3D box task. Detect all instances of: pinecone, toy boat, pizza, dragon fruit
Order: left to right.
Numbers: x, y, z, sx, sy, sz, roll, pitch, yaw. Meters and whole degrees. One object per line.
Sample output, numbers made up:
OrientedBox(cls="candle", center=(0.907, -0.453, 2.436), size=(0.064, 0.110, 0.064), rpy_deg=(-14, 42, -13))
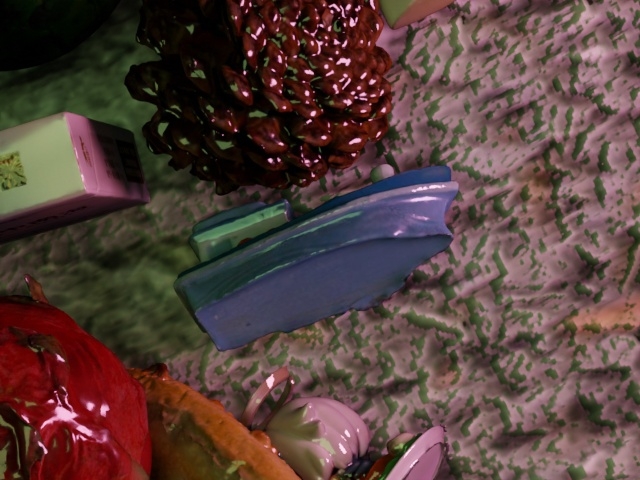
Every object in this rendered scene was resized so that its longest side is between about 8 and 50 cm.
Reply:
OrientedBox(cls="dragon fruit", center=(-0.244, 0.162, 1.450), size=(0.244, 0.299, 0.244), rpy_deg=(3, 70, -9))
OrientedBox(cls="pizza", center=(-0.087, 0.221, 1.551), size=(0.335, 0.086, 0.226), rpy_deg=(30, 133, 34))
OrientedBox(cls="pinecone", center=(-0.055, -0.134, 1.534), size=(0.221, 0.221, 0.221), rpy_deg=(0, 88, 6))
OrientedBox(cls="toy boat", center=(0.000, 0.000, 1.578), size=(0.238, 0.109, 0.098), rpy_deg=(-21, 52, 5))

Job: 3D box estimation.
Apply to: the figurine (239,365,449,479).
OrientedBox(cls="figurine", center=(0.008, 0.164, 1.562), size=(0.153, 0.132, 0.132), rpy_deg=(32, 92, 17))

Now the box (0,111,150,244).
OrientedBox(cls="box", center=(-0.231, -0.042, 1.525), size=(0.155, 0.243, 0.067), rpy_deg=(-18, 88, 5))

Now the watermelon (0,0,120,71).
OrientedBox(cls="watermelon", center=(-0.254, -0.252, 1.539), size=(0.242, 0.242, 0.242), rpy_deg=(0, 88, 6))

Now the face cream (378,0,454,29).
OrientedBox(cls="face cream", center=(0.054, -0.359, 1.586), size=(0.173, 0.081, 0.348), rpy_deg=(-28, 85, 5))
